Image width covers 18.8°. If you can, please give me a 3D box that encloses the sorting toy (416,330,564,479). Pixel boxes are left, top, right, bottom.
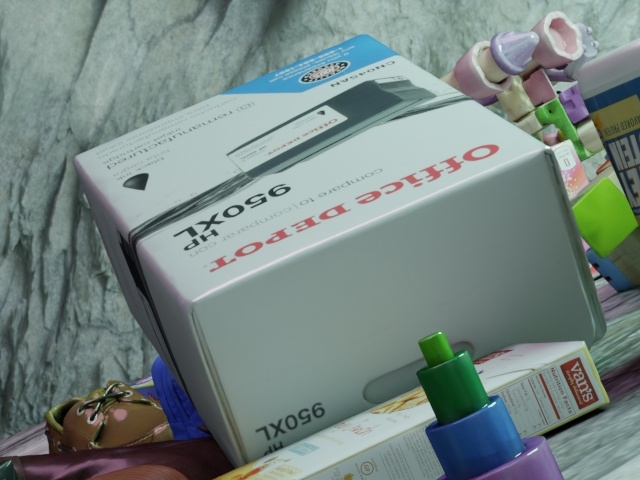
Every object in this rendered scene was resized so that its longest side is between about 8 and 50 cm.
[{"bbox_3d":[0.001,0.121,0.842,0.127,0.126,0.365,-24,2,32],"label":"sorting toy"}]

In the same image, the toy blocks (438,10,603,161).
[{"bbox_3d":[0.332,-0.149,2.354,0.260,0.289,0.309,-31,-6,41],"label":"toy blocks"}]

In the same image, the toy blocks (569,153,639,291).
[{"bbox_3d":[0.350,-0.089,1.725,0.381,0.191,0.261,-42,-1,-12],"label":"toy blocks"}]

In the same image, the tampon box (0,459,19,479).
[{"bbox_3d":[-0.252,0.227,1.203,0.161,0.120,0.101,-24,0,5],"label":"tampon box"}]

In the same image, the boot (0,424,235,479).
[{"bbox_3d":[-0.165,0.190,1.443,0.248,0.090,0.207,-1,7,35],"label":"boot"}]

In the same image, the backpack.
[{"bbox_3d":[-0.092,0.142,1.792,0.098,0.120,0.101,-24,1,-29],"label":"backpack"}]

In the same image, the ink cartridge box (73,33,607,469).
[{"bbox_3d":[0.000,0.000,1.496,0.285,0.166,0.395,-24,24,-10],"label":"ink cartridge box"}]

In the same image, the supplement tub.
[{"bbox_3d":[0.273,-0.053,1.296,0.144,0.200,0.144,-24,1,0],"label":"supplement tub"}]

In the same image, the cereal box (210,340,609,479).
[{"bbox_3d":[0.050,0.131,1.244,0.240,0.047,0.173,-24,1,-11],"label":"cereal box"}]

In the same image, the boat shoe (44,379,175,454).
[{"bbox_3d":[-0.219,0.202,1.993,0.110,0.104,0.307,-25,1,-31],"label":"boat shoe"}]

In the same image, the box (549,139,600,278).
[{"bbox_3d":[0.131,0.026,1.968,0.300,0.142,0.154,-24,1,-21],"label":"box"}]

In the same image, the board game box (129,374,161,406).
[{"bbox_3d":[-0.072,0.148,2.152,0.233,0.078,0.347,-25,1,-19],"label":"board game box"}]
